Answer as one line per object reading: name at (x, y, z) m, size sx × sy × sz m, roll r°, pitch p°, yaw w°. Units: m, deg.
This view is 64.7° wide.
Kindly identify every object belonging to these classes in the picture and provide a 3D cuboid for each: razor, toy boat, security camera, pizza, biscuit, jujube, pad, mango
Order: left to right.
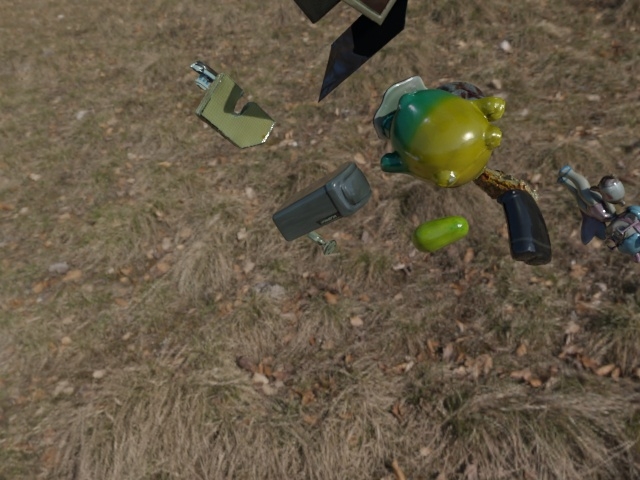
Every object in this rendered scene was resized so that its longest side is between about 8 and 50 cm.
toy boat at (-0.331, -0.473, 1.495) m, size 0.059 × 0.140 × 0.066 m, roll 29°, pitch 87°, yaw 46°
biscuit at (-0.245, -0.364, 1.489) m, size 0.046 × 0.147 × 0.250 m, roll 20°, pitch -10°, yaw 41°
security camera at (0.000, 0.000, 1.553) m, size 0.058 × 0.058 × 0.092 m, roll -26°, pitch 50°, yaw -37°
pad at (0.118, -0.565, 1.410) m, size 0.367 × 0.007 × 0.247 m, roll -27°, pitch 45°, yaw 50°
mango at (0.338, -0.017, 1.428) m, size 0.163 × 0.089 × 0.117 m, roll -15°, pitch -14°, yaw 20°
jujube at (0.438, -0.402, 1.739) m, size 0.308 × 0.215 × 0.246 m, roll -29°, pitch 35°, yaw 45°
pizza at (0.562, -0.157, 1.564) m, size 0.058 × 0.127 × 0.246 m, roll -43°, pitch 50°, yaw -12°
razor at (0.388, -0.027, 0.954) m, size 0.090 × 0.148 × 0.054 m, roll 17°, pitch -33°, yaw -31°

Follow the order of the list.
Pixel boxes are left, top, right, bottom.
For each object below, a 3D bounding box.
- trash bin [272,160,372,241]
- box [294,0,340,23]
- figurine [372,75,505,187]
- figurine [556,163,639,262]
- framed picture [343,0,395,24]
trash bin at (0.011, -0.102, 1.258) m, size 0.236 × 0.101 × 0.176 m, roll -26°, pitch 17°, yaw 26°
box at (0.032, -0.877, 1.483) m, size 0.345 × 0.251 × 0.204 m, roll -28°, pitch 39°, yaw 30°
figurine at (0.298, -0.279, 1.317) m, size 0.323 × 0.231 × 0.340 m, roll -45°, pitch 43°, yaw 6°
figurine at (0.640, -0.084, 1.118) m, size 0.103 × 0.205 × 0.260 m, roll -26°, pitch 58°, yaw -12°
framed picture at (0.109, -0.592, 1.050) m, size 0.020 × 0.211 × 0.289 m, roll 47°, pitch 26°, yaw 25°
